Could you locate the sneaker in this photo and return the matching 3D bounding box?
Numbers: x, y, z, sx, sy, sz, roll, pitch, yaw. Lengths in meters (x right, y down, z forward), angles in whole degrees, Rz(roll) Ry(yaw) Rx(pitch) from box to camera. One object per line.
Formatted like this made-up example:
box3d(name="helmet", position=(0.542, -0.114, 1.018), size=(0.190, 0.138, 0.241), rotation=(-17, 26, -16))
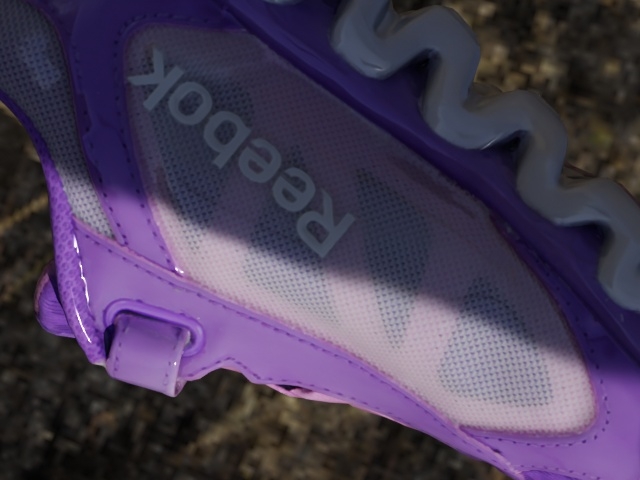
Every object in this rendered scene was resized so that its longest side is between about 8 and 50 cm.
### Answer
box3d(name="sneaker", position=(0.000, 0.000, 0.407), size=(0.104, 0.236, 0.095), rotation=(-44, -177, 0))
